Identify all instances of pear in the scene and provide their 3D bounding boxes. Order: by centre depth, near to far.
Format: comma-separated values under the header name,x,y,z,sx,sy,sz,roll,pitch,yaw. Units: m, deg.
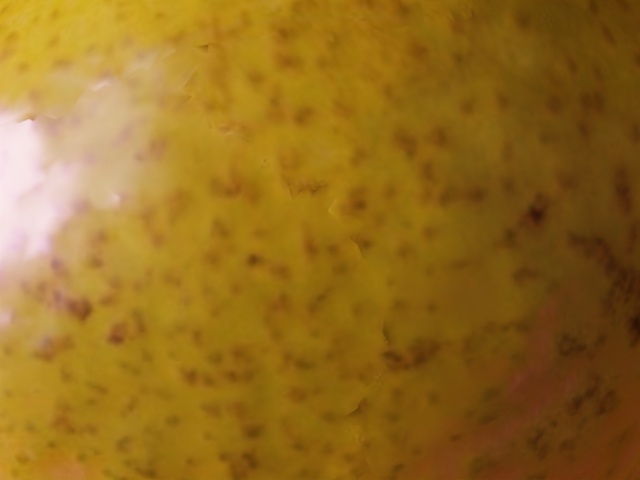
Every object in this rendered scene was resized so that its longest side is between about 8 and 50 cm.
name,x,y,z,sx,sy,sz,roll,pitch,yaw
pear,0.000,0.000,0.774,0.391,0.391,0.391,-23,57,40
